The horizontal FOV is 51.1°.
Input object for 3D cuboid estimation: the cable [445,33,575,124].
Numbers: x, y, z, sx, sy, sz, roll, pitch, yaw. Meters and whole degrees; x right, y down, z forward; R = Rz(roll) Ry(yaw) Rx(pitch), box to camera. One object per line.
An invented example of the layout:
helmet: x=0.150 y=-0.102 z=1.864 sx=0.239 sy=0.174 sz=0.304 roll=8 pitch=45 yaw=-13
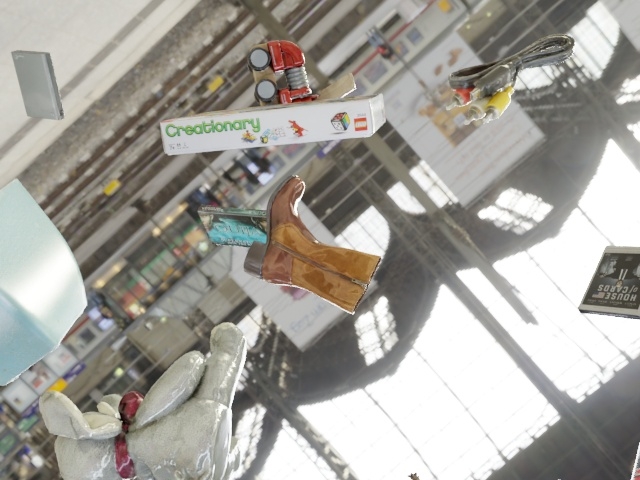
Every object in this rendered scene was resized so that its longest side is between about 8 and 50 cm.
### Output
cable: x=0.363 y=-0.321 z=1.307 sx=0.287 sy=0.072 sz=0.139 roll=-33 pitch=-136 yaw=-22

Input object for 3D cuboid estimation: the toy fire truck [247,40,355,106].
toy fire truck: x=-0.051 y=-0.412 z=1.726 sx=0.246 sy=0.217 sz=0.158 roll=-13 pitch=-173 yaw=-6

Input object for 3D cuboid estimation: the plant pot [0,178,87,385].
plant pot: x=-0.557 y=0.095 z=1.144 sx=0.248 sy=0.252 sz=0.247 roll=-34 pitch=-160 yaw=19

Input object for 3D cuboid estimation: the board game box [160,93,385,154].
board game box: x=-0.062 y=-0.179 z=1.020 sx=0.305 sy=0.053 sz=0.193 roll=-4 pitch=-166 yaw=11

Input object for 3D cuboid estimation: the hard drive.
hard drive: x=-0.575 y=-0.317 z=1.366 sx=0.094 sy=0.135 sz=0.022 roll=11 pitch=-150 yaw=24

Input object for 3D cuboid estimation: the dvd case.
dvd case: x=0.847 y=0.112 z=1.876 sx=0.179 sy=0.029 sz=0.238 roll=1 pitch=-130 yaw=51

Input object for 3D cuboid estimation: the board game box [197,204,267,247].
board game box: x=-0.198 y=-0.031 z=1.649 sx=0.186 sy=0.126 sz=0.026 roll=5 pitch=-129 yaw=16

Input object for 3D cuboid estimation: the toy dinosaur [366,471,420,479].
toy dinosaur: x=0.211 y=0.667 z=1.570 sx=0.127 sy=0.296 sz=0.200 roll=-38 pitch=-148 yaw=28

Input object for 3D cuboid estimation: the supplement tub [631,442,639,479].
supplement tub: x=0.604 y=0.322 z=1.041 sx=0.191 sy=0.191 sz=0.272 roll=-28 pitch=-148 yaw=61

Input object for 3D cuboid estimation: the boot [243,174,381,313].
boot: x=0.000 y=0.000 z=1.496 sx=0.096 sy=0.280 sz=0.264 roll=72 pitch=38 yaw=-61

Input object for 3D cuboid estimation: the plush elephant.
plush elephant: x=-0.268 y=0.300 z=1.002 sx=0.330 sy=0.255 sz=0.271 roll=-70 pitch=164 yaw=-69
